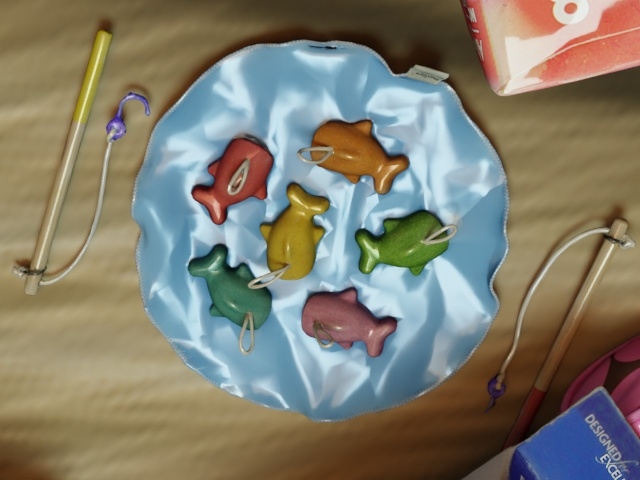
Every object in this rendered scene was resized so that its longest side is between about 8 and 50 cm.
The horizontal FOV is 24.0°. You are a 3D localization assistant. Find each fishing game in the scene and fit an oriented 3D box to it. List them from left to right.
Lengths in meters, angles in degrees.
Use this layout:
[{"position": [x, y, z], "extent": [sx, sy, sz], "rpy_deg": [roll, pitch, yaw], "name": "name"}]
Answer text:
[{"position": [0.000, 0.000, 0.696], "extent": [0.264, 0.041, 0.189], "rpy_deg": [24, 108, -1], "name": "fishing game"}]

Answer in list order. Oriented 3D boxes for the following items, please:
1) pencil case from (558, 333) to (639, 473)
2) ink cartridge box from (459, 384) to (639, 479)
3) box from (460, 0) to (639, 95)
[{"position": [0.203, 0.134, 0.684], "extent": [0.098, 0.095, 0.209], "rpy_deg": [-37, 100, -1], "name": "pencil case"}, {"position": [0.030, 0.221, 0.615], "extent": [0.333, 0.065, 0.165], "rpy_deg": [-37, 99, 0], "name": "ink cartridge box"}, {"position": [0.103, -0.154, 0.512], "extent": [0.142, 0.300, 0.154], "rpy_deg": [-13, 103, 7], "name": "box"}]
